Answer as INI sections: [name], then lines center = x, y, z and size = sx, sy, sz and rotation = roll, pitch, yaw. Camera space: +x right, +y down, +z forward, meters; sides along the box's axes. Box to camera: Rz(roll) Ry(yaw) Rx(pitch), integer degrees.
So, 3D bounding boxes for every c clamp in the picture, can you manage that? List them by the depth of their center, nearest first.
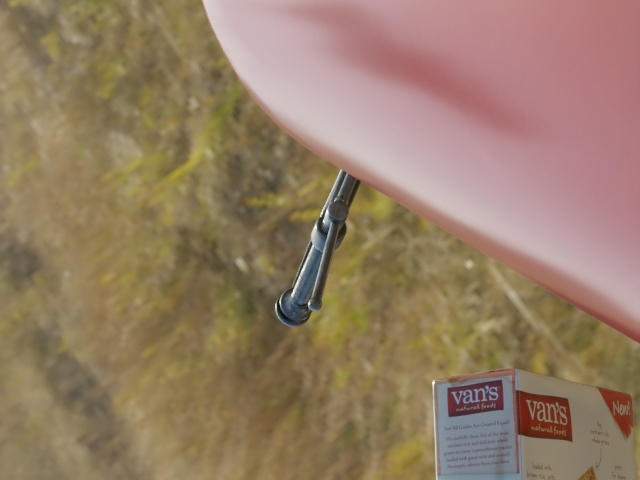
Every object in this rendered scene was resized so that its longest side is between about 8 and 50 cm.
[c clamp]
center = 0.000, 0.000, 0.972
size = 0.022, 0.137, 0.161
rotation = 20, 158, -2

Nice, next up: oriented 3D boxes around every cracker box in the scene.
[cracker box]
center = 0.140, 0.204, 1.068
size = 0.067, 0.155, 0.232
rotation = -12, 74, 35

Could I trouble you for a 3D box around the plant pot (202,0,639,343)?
[plant pot]
center = 0.107, -0.092, 0.470
size = 0.243, 0.275, 0.275
rotation = 17, 141, 50
